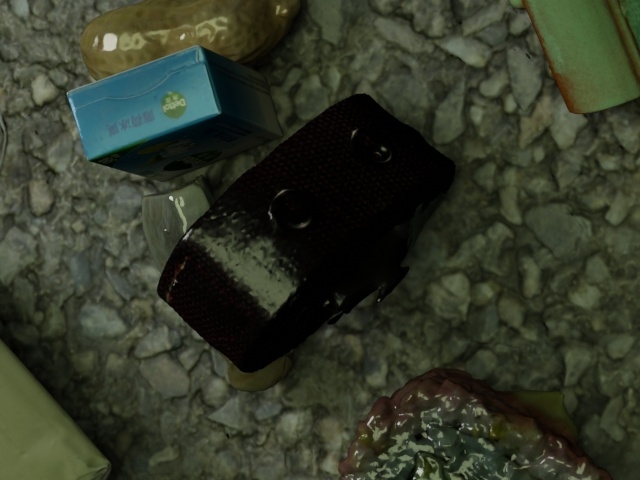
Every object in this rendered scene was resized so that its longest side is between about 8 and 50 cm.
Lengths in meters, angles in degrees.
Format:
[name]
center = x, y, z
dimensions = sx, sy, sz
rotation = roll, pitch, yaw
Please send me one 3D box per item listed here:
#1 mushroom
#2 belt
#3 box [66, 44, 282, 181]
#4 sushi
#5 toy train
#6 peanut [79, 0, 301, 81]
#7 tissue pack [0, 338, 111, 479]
[mushroom]
center = -0.101, 0.045, 1.898
dimensions = 0.092, 0.081, 0.223
rotation = -30, 81, 32
[belt]
center = 0.000, 0.000, 1.789
dimensions = 0.164, 0.184, 0.289
rotation = 42, 62, 14
[box]
center = -0.134, -0.118, 1.857
dimensions = 0.139, 0.194, 0.073
rotation = -20, 81, 14
[sushi]
center = 0.154, 0.237, 1.765
dimensions = 0.270, 0.171, 0.236
rotation = 26, 93, 14
[toy train]
center = 0.249, -0.243, 1.755
dimensions = 0.177, 0.116, 0.285
rotation = -17, 110, 25
[peanut]
center = -0.128, -0.204, 1.913
dimensions = 0.228, 0.104, 0.086
rotation = -11, 120, 14
[tissue pack]
center = -0.433, 0.191, 1.865
dimensions = 0.297, 0.207, 0.380
rotation = -37, 75, -30
